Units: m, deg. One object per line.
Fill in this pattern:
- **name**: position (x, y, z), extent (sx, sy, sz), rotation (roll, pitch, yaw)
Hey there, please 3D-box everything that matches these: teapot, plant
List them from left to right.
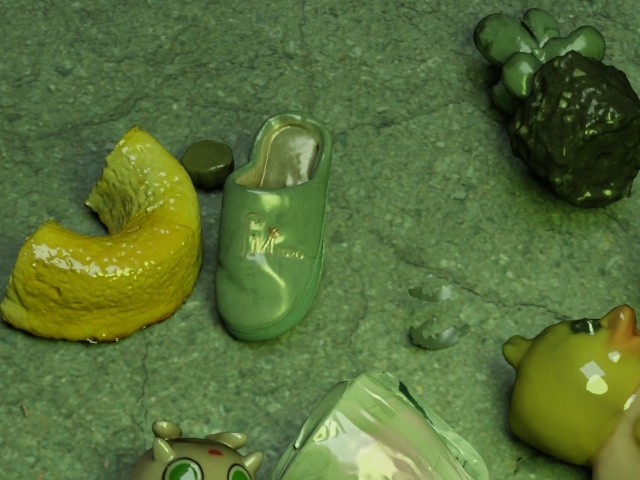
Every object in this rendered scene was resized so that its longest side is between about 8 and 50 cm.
- **teapot**: position (0.056, 0.229, 1.582), extent (0.178, 0.221, 0.163), rotation (37, 94, 7)
- **plant**: position (0.262, -0.164, 1.898), extent (0.146, 0.149, 0.275), rotation (37, 20, -37)

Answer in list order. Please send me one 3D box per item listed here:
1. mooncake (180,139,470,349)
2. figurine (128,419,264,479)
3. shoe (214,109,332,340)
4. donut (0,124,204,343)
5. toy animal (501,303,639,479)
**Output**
- **mooncake**: position (0.000, -0.006, 1.794), extent (0.150, 0.057, 0.347), rotation (-32, 65, -15)
- **figurine**: position (-0.113, 0.233, 1.543), extent (0.125, 0.125, 0.138), rotation (5, 63, -6)
- **shoe**: position (-0.051, -0.026, 1.731), extent (0.103, 0.100, 0.251), rotation (4, 69, 17)
- **donut**: position (-0.193, 0.003, 1.737), extent (0.152, 0.101, 0.259), rotation (29, 49, 6)
- **toy animal**: position (0.296, 0.172, 1.644), extent (0.281, 0.195, 0.169), rotation (42, 97, 17)
